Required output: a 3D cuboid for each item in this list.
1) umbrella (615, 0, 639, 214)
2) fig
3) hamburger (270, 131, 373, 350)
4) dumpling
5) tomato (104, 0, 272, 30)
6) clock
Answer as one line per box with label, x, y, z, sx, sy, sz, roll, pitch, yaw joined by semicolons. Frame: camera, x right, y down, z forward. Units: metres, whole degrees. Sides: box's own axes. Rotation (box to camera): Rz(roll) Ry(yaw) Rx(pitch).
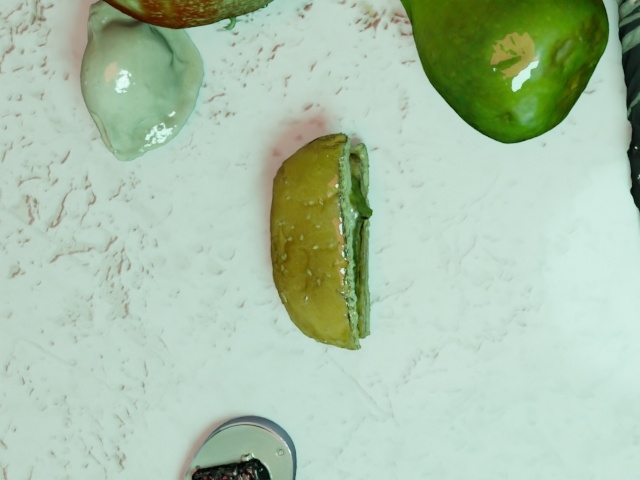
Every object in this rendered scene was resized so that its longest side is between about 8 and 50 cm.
umbrella;0.394;-0.139;1.330;0.106;0.113;0.358;-2;105;27
fig;0.177;-0.241;1.325;0.275;0.206;0.206;35;105;24
hamburger;0.000;0.000;1.422;0.131;0.124;0.262;1;99;12
dumpling;-0.217;-0.201;1.448;0.155;0.111;0.181;-13;124;-15
tomato;-0.158;-0.385;1.313;0.303;0.239;0.303;0;86;3
clock;-0.107;0.334;1.533;0.172;0.064;0.198;-13;96;12
